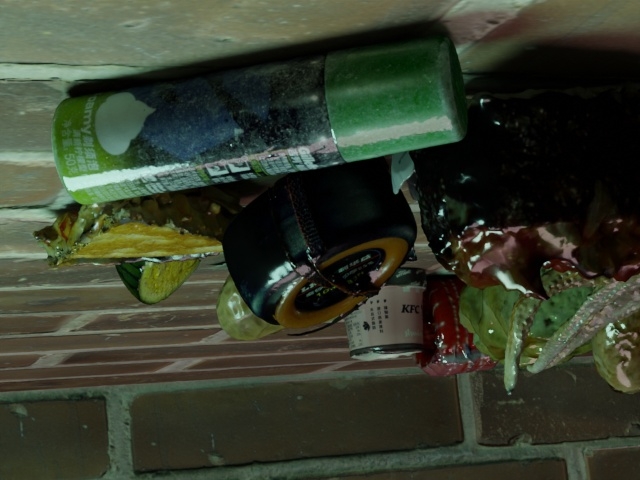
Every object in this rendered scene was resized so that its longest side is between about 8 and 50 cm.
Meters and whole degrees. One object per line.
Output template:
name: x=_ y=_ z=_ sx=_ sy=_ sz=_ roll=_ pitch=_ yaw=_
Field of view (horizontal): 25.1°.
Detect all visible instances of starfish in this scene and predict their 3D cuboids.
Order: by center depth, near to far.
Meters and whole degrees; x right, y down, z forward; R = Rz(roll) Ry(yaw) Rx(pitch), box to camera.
starfish: x=0.376 y=0.071 z=1.519 sx=0.398 sy=0.132 sz=0.384 roll=-13 pitch=147 yaw=1

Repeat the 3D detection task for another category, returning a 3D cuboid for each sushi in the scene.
sushi: x=0.236 y=-0.052 z=1.304 sx=0.343 sy=0.182 sz=0.196 roll=-4 pitch=-175 yaw=-32

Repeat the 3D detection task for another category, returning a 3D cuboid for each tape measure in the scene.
tape measure: x=0.000 y=0.000 z=1.513 sx=0.202 sy=0.135 sz=0.223 roll=-28 pitch=160 yaw=-3

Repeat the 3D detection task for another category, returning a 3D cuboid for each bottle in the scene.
bottle: x=-0.049 y=-0.097 z=1.169 sx=0.330 sy=0.093 sz=0.093 roll=-8 pitch=169 yaw=14

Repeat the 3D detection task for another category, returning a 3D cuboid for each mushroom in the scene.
mushroom: x=0.397 y=0.027 z=1.698 sx=0.267 sy=0.254 sz=0.267 roll=-11 pitch=160 yaw=-4

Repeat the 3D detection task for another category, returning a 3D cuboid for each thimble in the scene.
thimble: x=0.221 y=0.142 z=2.400 sx=0.125 sy=0.163 sz=0.189 roll=-3 pitch=-177 yaw=-13

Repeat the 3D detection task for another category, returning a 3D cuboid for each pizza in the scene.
pizza: x=-0.215 y=-0.017 z=1.562 sx=0.251 sy=0.074 sz=0.288 roll=-11 pitch=167 yaw=25

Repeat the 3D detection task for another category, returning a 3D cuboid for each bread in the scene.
bread: x=0.321 y=0.074 z=2.012 sx=0.238 sy=0.196 sz=0.252 roll=-4 pitch=172 yaw=-3

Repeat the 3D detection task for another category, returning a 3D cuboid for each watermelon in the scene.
watermelon: x=-0.230 y=0.027 z=1.899 sx=0.092 sy=0.075 sz=0.181 roll=-51 pitch=166 yaw=2

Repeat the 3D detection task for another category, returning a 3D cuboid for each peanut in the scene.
peanut: x=-0.037 y=0.068 z=1.972 sx=0.233 sy=0.110 sz=0.197 roll=-15 pitch=167 yaw=15

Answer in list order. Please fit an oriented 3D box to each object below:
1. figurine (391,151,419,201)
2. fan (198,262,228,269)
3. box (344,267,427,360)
figurine: x=0.118 y=-0.075 z=1.431 sx=0.086 sy=0.094 sz=0.082 roll=29 pitch=-164 yaw=-23
fan: x=-0.118 y=0.037 z=2.062 sx=0.310 sy=0.010 sz=0.182 roll=-7 pitch=169 yaw=-2
box: x=0.100 y=0.122 z=2.309 sx=0.151 sy=0.135 sz=0.151 roll=-4 pitch=168 yaw=-1
